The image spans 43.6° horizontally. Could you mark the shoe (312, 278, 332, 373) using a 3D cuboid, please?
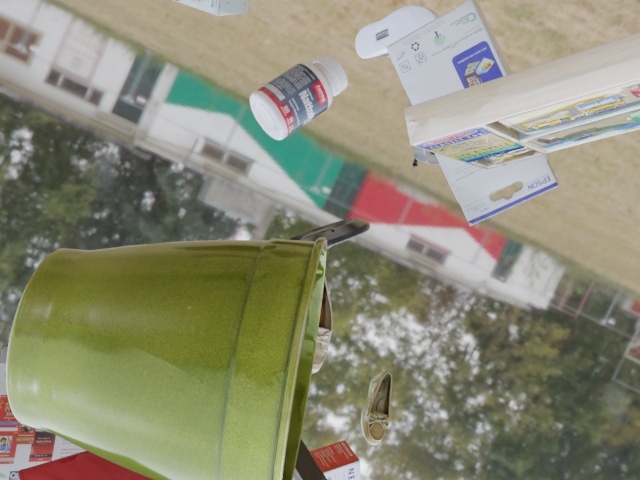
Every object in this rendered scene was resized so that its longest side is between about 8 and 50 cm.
[{"bbox_3d":[-0.014,0.166,1.657,0.076,0.219,0.058,15,148,-20],"label":"shoe"}]

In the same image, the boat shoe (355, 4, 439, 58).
[{"bbox_3d":[0.211,-0.505,1.972,0.102,0.108,0.301,-8,-177,-32],"label":"boat shoe"}]

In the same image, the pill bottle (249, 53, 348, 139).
[{"bbox_3d":[-0.039,-0.287,1.569,0.108,0.180,0.108,46,161,21],"label":"pill bottle"}]

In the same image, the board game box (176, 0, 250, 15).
[{"bbox_3d":[-0.282,-0.646,1.775,0.303,0.224,0.097,30,-147,35],"label":"board game box"}]

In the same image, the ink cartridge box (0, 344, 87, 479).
[{"bbox_3d":[-0.482,0.321,1.453,0.309,0.272,0.130,14,175,-44],"label":"ink cartridge box"}]

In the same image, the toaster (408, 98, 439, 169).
[{"bbox_3d":[0.303,-0.264,1.901,0.168,0.186,0.110,-9,-165,-7],"label":"toaster"}]

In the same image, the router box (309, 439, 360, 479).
[{"bbox_3d":[-0.056,0.645,1.802,0.301,0.336,0.082,-13,-153,-19],"label":"router box"}]

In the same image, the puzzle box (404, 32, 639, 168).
[{"bbox_3d":[0.343,-0.174,0.991,0.408,0.052,0.272,-13,170,31],"label":"puzzle box"}]

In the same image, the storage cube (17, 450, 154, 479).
[{"bbox_3d":[-0.318,0.405,1.189,0.193,0.184,0.215,-14,164,-14],"label":"storage cube"}]

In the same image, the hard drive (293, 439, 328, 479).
[{"bbox_3d":[-0.128,0.404,1.413,0.064,0.237,0.339,2,-134,-52],"label":"hard drive"}]

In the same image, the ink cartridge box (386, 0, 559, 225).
[{"bbox_3d":[0.252,-0.207,1.316,0.333,0.165,0.065,67,-157,3],"label":"ink cartridge box"}]

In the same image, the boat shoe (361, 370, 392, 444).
[{"bbox_3d":[0.124,0.352,1.685,0.056,0.153,0.048,22,151,-12],"label":"boat shoe"}]

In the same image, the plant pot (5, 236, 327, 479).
[{"bbox_3d":[-0.193,0.152,1.039,0.352,0.367,0.366,8,-176,3],"label":"plant pot"}]

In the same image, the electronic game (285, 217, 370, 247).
[{"bbox_3d":[0.000,0.000,1.766,0.229,0.048,0.229,-18,-174,2],"label":"electronic game"}]
